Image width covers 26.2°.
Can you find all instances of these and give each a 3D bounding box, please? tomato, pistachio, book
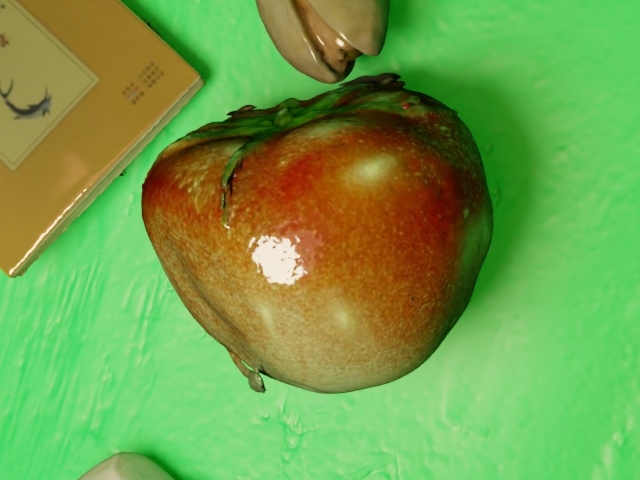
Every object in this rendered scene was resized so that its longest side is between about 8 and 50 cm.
[{"bbox_3d":[0.000,0.000,1.176,0.303,0.303,0.239,-11,106,13],"label":"tomato"},{"bbox_3d":[0.000,-0.218,1.237,0.124,0.124,0.185,-34,45,12],"label":"pistachio"},{"bbox_3d":[-0.336,-0.188,1.328,0.389,0.032,0.269,45,89,9],"label":"book"}]

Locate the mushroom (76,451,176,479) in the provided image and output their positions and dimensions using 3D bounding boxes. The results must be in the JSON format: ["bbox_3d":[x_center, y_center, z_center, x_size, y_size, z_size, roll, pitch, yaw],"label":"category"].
[{"bbox_3d":[-0.237,0.344,1.333,0.329,0.122,0.159,-44,74,12],"label":"mushroom"}]

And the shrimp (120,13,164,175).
[{"bbox_3d":[-0.189,-0.144,1.338,0.091,0.034,0.161,-3,91,12],"label":"shrimp"}]
